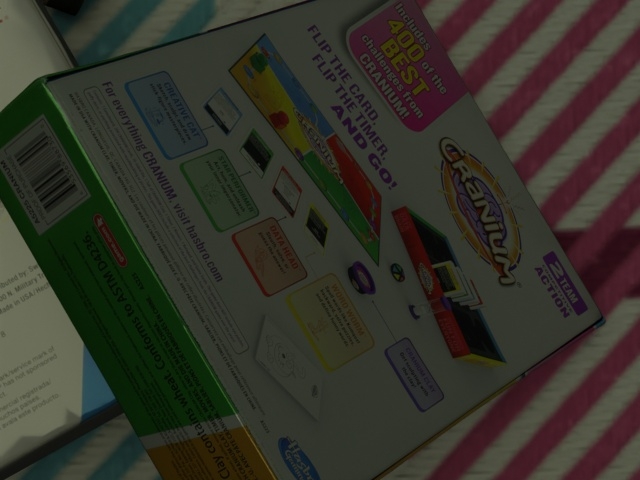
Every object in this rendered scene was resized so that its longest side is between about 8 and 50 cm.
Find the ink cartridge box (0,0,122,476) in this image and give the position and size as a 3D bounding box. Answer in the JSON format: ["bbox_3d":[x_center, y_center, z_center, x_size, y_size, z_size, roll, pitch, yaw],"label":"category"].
[{"bbox_3d":[-0.177,-0.002,1.027,0.171,0.168,0.232,-29,86,-4],"label":"ink cartridge box"}]

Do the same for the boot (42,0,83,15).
[{"bbox_3d":[-0.170,-0.247,1.082,0.137,0.077,0.198,20,84,-11],"label":"boot"}]

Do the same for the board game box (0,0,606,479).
[{"bbox_3d":[0.000,0.000,0.976,0.064,0.316,0.242,-33,85,37],"label":"board game box"}]
